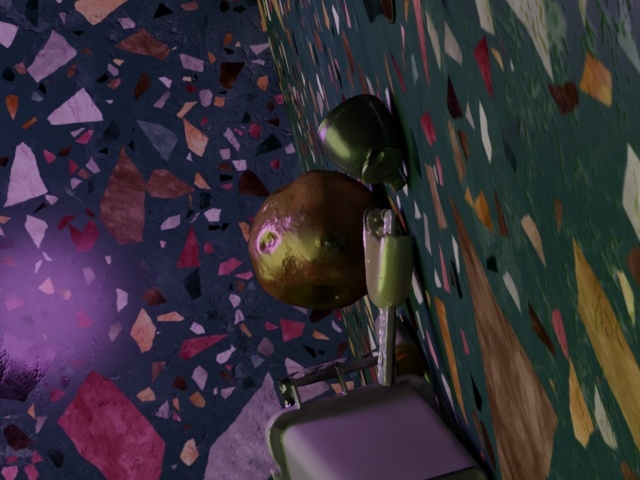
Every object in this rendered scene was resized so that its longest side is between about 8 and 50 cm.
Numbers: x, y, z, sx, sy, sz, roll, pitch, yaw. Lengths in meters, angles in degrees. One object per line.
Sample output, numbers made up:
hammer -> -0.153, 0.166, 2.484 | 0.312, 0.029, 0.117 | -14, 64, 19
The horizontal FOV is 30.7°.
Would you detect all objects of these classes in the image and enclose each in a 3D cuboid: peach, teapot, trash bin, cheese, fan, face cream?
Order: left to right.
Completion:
peach -> 0.000, 0.000, 1.705 | 0.235, 0.214, 0.214 | 146, 109, -79
teapot -> 0.065, -0.110, 1.369 | 0.092, 0.124, 0.091 | -53, 56, 31
fan -> 0.058, -0.280, 1.219 | 0.133, 0.005, 0.085 | -110, 6, -49
trash bin -> 0.084, 0.318, 1.487 | 0.367, 0.255, 0.296 | -155, 53, -78
cheese -> 0.087, 0.070, 1.511 | 0.127, 0.049, 0.235 | 178, 94, -78
face cream -> 0.116, 0.159, 1.738 | 0.182, 0.051, 0.072 | -112, 9, -72
